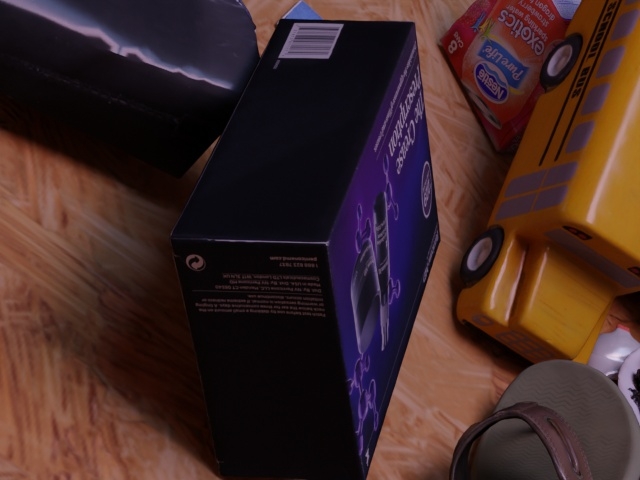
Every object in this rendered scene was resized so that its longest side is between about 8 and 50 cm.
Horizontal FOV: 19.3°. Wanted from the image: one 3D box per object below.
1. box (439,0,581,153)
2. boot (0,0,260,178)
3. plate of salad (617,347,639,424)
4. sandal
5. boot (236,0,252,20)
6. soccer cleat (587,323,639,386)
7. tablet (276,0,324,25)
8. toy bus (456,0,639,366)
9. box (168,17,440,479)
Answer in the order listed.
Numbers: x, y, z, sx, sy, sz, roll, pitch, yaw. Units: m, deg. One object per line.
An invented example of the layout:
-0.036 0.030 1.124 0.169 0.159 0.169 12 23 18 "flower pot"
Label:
0.248 -0.153 1.652 0.257 0.122 0.128 1 55 -43 "box"
-0.247 -0.271 1.258 0.445 0.146 0.367 19 54 -23 "boot"
0.309 0.137 1.366 0.200 0.048 0.200 20 34 -14 "plate of salad"
0.132 0.162 1.217 0.303 0.120 0.086 -54 137 -53 "sandal"
-0.108 -0.223 1.406 0.190 0.086 0.069 40 36 -5 "boot"
0.279 0.140 1.450 0.196 0.068 0.076 30 46 -11 "soccer cleat"
0.004 -0.156 1.518 0.083 0.006 0.054 43 36 -4 "tablet"
0.223 -0.065 1.430 0.108 0.130 0.332 32 68 -21 "toy bus"
0.000 0.000 1.200 0.103 0.184 0.261 4 36 14 "box"
